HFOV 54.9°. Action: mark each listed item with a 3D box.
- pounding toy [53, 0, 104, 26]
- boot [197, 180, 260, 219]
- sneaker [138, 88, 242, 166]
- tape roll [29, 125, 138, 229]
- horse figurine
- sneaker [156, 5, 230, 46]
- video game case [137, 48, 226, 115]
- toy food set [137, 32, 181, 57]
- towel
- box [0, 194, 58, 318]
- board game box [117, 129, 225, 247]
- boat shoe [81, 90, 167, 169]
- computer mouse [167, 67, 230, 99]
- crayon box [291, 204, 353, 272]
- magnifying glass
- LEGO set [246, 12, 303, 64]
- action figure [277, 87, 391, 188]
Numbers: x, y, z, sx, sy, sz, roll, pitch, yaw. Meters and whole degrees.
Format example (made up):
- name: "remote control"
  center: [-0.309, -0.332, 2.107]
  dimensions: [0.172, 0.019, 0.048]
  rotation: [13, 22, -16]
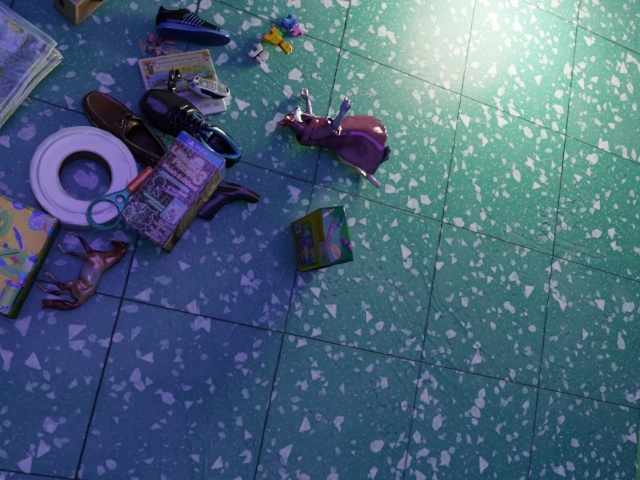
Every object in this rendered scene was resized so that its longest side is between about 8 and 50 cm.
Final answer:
- name: "pounding toy"
  center: [-0.668, -0.752, 1.771]
  dimensions: [0.094, 0.181, 0.206]
  rotation: [42, 70, -11]
- name: "boot"
  center: [-0.295, -0.110, 1.890]
  dimensions: [0.197, 0.077, 0.137]
  rotation: [17, 81, -5]
- name: "sneaker"
  center: [-0.374, -0.342, 1.829]
  dimensions: [0.340, 0.139, 0.125]
  rotation: [32, 82, -19]
- name: "tape roll"
  center: [-0.663, -0.172, 1.733]
  dimensions: [0.286, 0.100, 0.286]
  rotation: [3, 81, -22]
- name: "horse figurine"
  center: [-0.667, 0.090, 1.712]
  dimensions: [0.174, 0.066, 0.263]
  rotation: [25, 71, -10]
- name: "sneaker"
  center: [-0.394, -0.673, 1.922]
  dimensions: [0.232, 0.081, 0.090]
  rotation: [3, 73, -25]
- name: "video game case"
  center: [-0.428, -0.477, 1.910]
  dimensions: [0.227, 0.026, 0.206]
  rotation: [-17, 89, -22]
- name: "toy food set"
  center: [-0.497, -0.607, 1.904]
  dimensions: [0.122, 0.019, 0.078]
  rotation: [-16, 88, -23]
- name: "towel"
  center: [-0.952, -0.514, 1.675]
  dimensions: [0.374, 0.090, 0.321]
  rotation: [35, 71, -13]
- name: "box"
  center: [-0.870, 0.020, 1.581]
  dimensions: [0.290, 0.177, 0.279]
  rotation: [25, 74, -16]
- name: "board game box"
  center: [-0.405, -0.127, 1.722]
  dimensions: [0.141, 0.232, 0.291]
  rotation: [35, 82, -4]
- name: "boat shoe"
  center: [-0.555, -0.331, 1.792]
  dimensions: [0.307, 0.104, 0.111]
  rotation: [40, 67, -12]
- name: "computer mouse"
  center: [-0.372, -0.465, 1.882]
  dimensions: [0.193, 0.042, 0.106]
  rotation: [13, 40, -23]
- name: "crayon box"
  center: [0.000, 0.000, 1.871]
  dimensions: [0.081, 0.278, 0.165]
  rotation: [-8, 86, -21]
- name: "magnifying glass"
  center: [-0.548, -0.121, 1.704]
  dimensions: [0.092, 0.026, 0.231]
  rotation: [45, 68, -10]
- name: "LEGO set"
  center: [-0.124, -0.656, 2.022]
  dimensions: [0.093, 0.087, 0.227]
  rotation: [46, 70, -9]
- name: "action figure"
  center: [0.030, -0.342, 2.012]
  dimensions: [0.370, 0.248, 0.276]
  rotation: [4, 108, -22]
